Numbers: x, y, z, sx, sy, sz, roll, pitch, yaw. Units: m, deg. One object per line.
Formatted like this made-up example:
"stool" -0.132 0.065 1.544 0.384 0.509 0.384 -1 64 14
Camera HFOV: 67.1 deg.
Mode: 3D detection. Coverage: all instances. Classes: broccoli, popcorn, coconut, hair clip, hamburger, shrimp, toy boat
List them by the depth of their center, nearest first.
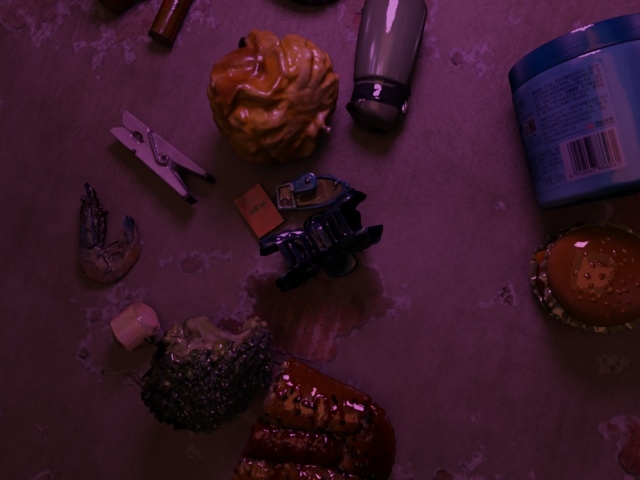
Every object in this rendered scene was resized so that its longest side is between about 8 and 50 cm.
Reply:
"hamburger" 0.644 0.083 1.127 0.275 0.212 0.274 -1 86 8
"broccoli" -0.292 0.300 1.225 0.348 0.293 0.281 -42 41 -5
"hair clip" 0.004 -0.001 1.228 0.310 0.206 0.194 -28 77 10
"popcorn" -0.137 -0.375 1.244 0.349 0.349 0.382 -50 56 2
"toy boat" -0.028 -0.131 1.287 0.215 0.102 0.088 -8 83 4
"coconut" -0.514 0.243 1.324 0.122 0.116 0.116 -39 82 4
"hair clip" -0.452 -0.238 1.364 0.331 0.085 0.101 39 90 10
"shrimp" -0.607 -0.020 1.381 0.178 0.075 0.289 -2 85 0

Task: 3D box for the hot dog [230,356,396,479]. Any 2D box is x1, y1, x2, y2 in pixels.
"hot dog" -0.001 0.526 1.203 0.366 0.196 0.367 22 91 6

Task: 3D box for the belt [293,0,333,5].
"belt" -0.047 -0.813 1.332 0.260 0.122 0.324 -38 83 8

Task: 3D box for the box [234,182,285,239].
"box" -0.169 -0.081 1.347 0.090 0.023 0.133 -33 83 2

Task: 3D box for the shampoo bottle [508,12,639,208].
"shampoo bottle" 0.631 -0.266 1.094 0.332 0.331 0.342 -11 85 7

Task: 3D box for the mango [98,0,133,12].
"mango" -0.549 -0.771 1.388 0.156 0.151 0.248 36 102 -32

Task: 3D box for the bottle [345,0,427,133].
"bottle" 0.167 -0.459 1.260 0.169 0.168 0.346 11 92 8

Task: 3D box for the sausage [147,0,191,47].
"sausage" -0.388 -0.746 1.395 0.082 0.082 0.371 24 89 9
